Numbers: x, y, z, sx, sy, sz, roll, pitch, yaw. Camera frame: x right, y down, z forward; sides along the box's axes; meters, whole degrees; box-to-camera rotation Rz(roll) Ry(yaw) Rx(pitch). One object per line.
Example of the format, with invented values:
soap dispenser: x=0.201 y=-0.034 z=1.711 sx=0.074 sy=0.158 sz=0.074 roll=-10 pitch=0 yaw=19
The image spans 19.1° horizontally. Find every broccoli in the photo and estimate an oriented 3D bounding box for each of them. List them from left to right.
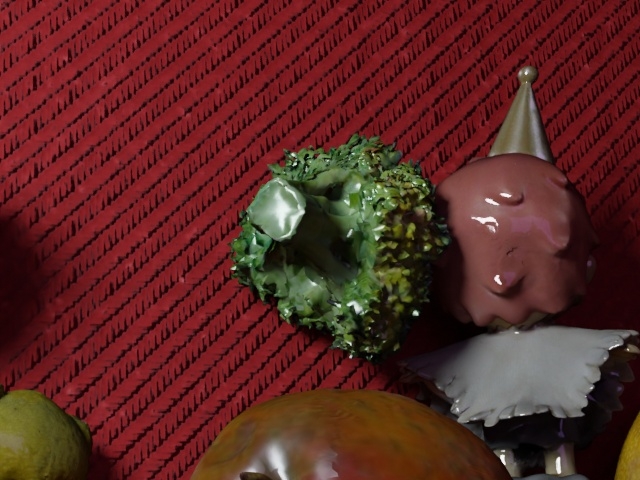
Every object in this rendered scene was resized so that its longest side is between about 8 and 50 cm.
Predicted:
broccoli: x=0.000 y=0.000 z=1.552 sx=0.194 sy=0.194 sz=0.220 roll=-16 pitch=66 yaw=-25

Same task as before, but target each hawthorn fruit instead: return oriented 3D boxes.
hawthorn fruit: x=0.006 y=0.223 z=1.395 sx=0.298 sy=0.277 sz=0.277 roll=46 pitch=36 yaw=-49

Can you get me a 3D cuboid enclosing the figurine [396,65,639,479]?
figurine: x=0.166 y=0.042 z=1.633 sx=0.207 sy=0.166 sz=0.387 roll=-10 pitch=72 yaw=16

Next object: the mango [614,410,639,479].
mango: x=0.310 y=0.249 z=1.584 sx=0.177 sy=0.120 sz=0.295 roll=23 pitch=53 yaw=-50

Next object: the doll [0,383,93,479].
doll: x=-0.239 y=0.216 z=1.442 sx=0.137 sy=0.097 sz=0.210 roll=32 pitch=59 yaw=-49
